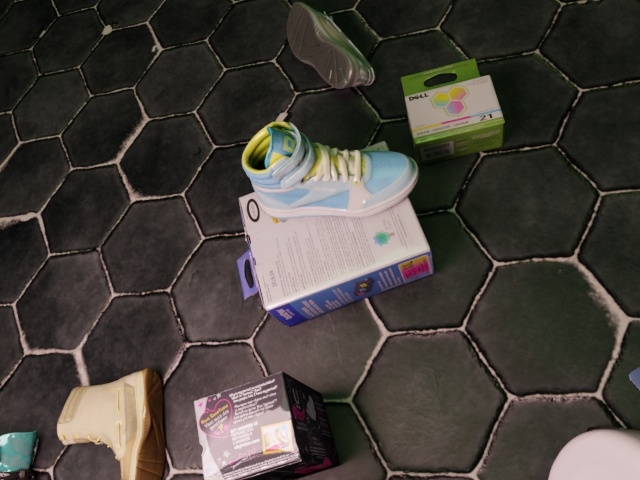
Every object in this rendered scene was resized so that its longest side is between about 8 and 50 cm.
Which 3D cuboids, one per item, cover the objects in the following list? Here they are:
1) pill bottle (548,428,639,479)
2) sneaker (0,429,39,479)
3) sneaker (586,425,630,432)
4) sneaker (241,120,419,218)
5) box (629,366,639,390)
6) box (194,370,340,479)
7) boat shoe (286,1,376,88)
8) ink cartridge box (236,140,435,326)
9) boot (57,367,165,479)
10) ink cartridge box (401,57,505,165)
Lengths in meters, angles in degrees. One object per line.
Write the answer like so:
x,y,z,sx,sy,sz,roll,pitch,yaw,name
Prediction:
0.516,0.354,0.636,0.408,0.229,0.229,7,65,-16,pill bottle
-0.621,0.486,1.058,0.295,0.124,0.178,16,82,23,sneaker
0.447,0.418,0.794,0.106,0.101,0.267,6,63,35,sneaker
0.009,-0.132,0.924,0.319,0.208,0.127,-9,63,12,sneaker
0.648,0.216,0.844,0.225,0.036,0.136,-33,62,2,box
-0.085,0.332,0.889,0.163,0.247,0.142,-20,61,7,box
0.017,-0.493,1.314,0.320,0.103,0.118,52,133,31,boat shoe
0.000,0.000,1.066,0.395,0.151,0.270,-20,62,6,ink cartridge box
-0.426,0.405,1.044,0.203,0.095,0.262,-14,62,10,boot
0.281,-0.314,1.153,0.189,0.097,0.255,-12,65,11,ink cartridge box
